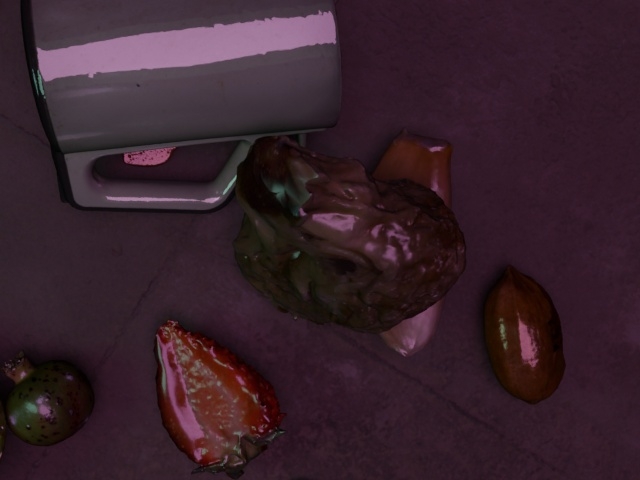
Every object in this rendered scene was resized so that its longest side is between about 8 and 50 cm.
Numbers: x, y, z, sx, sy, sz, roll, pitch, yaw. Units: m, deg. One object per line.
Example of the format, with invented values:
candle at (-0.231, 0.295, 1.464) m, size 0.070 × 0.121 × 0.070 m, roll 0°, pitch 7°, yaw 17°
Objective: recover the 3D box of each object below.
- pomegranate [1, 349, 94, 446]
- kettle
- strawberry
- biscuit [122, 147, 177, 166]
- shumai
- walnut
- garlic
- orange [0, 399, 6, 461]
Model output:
pomegranate at (-0.377, 0.220, 1.412) m, size 0.130 × 0.130 × 0.130 m, roll -1°, pitch 96°, yaw -6°
kettle at (-0.176, -0.201, 1.344) m, size 0.377 × 0.250 × 0.361 m, roll -9°, pitch 125°, yaw -9°
strawberry at (-0.162, 0.223, 1.456) m, size 0.228 × 0.098 × 0.174 m, roll 43°, pitch 106°, yaw 4°
biscuit at (-0.243, -0.166, 1.442) m, size 0.102 × 0.019 × 0.130 m, roll 20°, pitch 93°, yaw -10°
shumai at (-0.002, 0.000, 1.303) m, size 0.346 × 0.283 × 0.217 m, roll 8°, pitch 86°, yaw 29°
walnut at (0.296, 0.137, 1.491) m, size 0.116 × 0.116 × 0.207 m, roll -13°, pitch 90°, yaw -5°
garlic at (0.118, -0.001, 1.449) m, size 0.143 × 0.112 × 0.318 m, roll 8°, pitch 98°, yaw 24°
orange at (-0.581, 0.287, 1.365) m, size 0.263 × 0.196 × 0.334 m, roll 26°, pitch 97°, yaw -23°
